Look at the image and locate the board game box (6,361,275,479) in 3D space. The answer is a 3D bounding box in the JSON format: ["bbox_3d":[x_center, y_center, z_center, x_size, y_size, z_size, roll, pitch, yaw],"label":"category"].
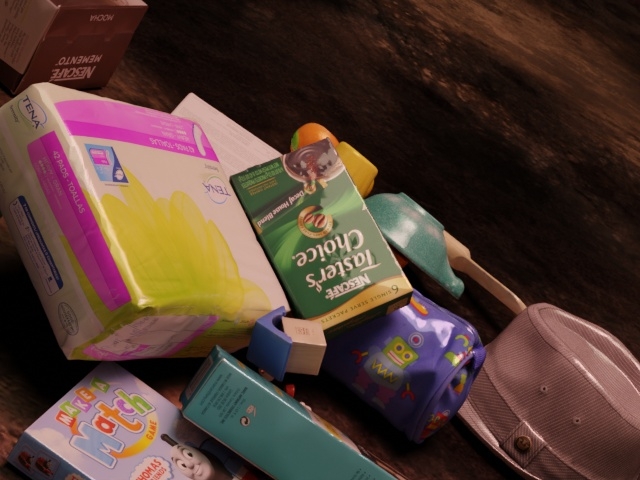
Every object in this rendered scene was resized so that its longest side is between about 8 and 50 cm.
[{"bbox_3d":[-0.128,0.195,1.350,0.211,0.039,0.160,34,25,4],"label":"board game box"}]

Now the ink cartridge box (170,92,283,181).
[{"bbox_3d":[-0.130,-0.072,1.857,0.145,0.045,0.179,34,43,1],"label":"ink cartridge box"}]

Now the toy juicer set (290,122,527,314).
[{"bbox_3d":[0.077,-0.014,1.941,0.329,0.089,0.209,38,2,-31],"label":"toy juicer set"}]

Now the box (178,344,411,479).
[{"bbox_3d":[-0.004,0.186,1.423,0.244,0.060,0.100,35,-1,-8],"label":"box"}]

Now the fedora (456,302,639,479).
[{"bbox_3d":[0.261,0.161,1.773,0.275,0.124,0.243,47,27,27],"label":"fedora"}]

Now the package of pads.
[{"bbox_3d":[-0.157,-0.007,1.482,0.229,0.101,0.296,63,21,13],"label":"package of pads"}]

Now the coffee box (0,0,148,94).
[{"bbox_3d":[-0.363,-0.301,1.878,0.297,0.119,0.168,42,25,19],"label":"coffee box"}]

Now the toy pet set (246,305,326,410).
[{"bbox_3d":[-0.039,0.128,1.514,0.065,0.114,0.122,8,29,-14],"label":"toy pet set"}]

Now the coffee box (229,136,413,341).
[{"bbox_3d":[0.000,0.000,1.603,0.113,0.040,0.184,-22,70,-14],"label":"coffee box"}]

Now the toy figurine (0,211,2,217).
[{"bbox_3d":[-0.357,-0.073,1.521,0.173,0.130,0.159,5,14,-2],"label":"toy figurine"}]

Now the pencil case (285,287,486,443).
[{"bbox_3d":[0.027,0.062,1.667,0.306,0.133,0.119,40,20,12],"label":"pencil case"}]
